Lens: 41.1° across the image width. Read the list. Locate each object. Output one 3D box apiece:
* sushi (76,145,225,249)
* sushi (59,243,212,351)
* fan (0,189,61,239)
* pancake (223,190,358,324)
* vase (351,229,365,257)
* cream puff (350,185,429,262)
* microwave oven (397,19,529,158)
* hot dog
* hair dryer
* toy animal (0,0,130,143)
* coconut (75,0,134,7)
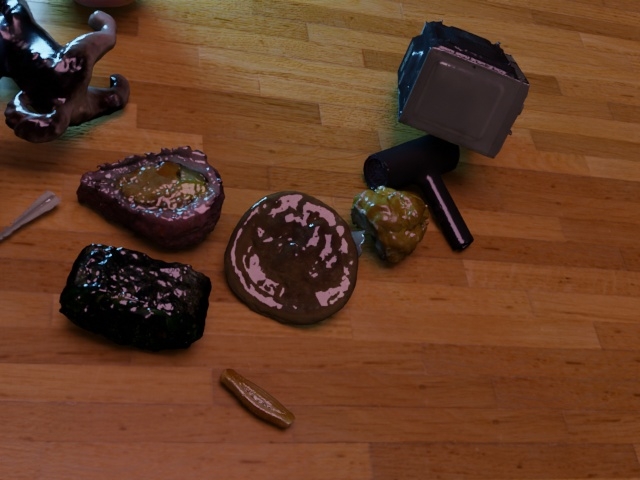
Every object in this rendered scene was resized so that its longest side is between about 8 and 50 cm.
[{"bbox_3d":[-0.283,-0.060,1.458,0.241,0.107,0.161,-13,60,-18],"label":"sushi"},{"bbox_3d":[-0.288,0.096,1.332,0.225,0.124,0.127,17,52,-15],"label":"sushi"},{"bbox_3d":[-0.574,0.042,1.338,0.233,0.012,0.415,43,56,12],"label":"fan"},{"bbox_3d":[-0.051,0.028,1.462,0.242,0.050,0.241,1,74,-4],"label":"pancake"},{"bbox_3d":[0.000,0.000,1.537,0.149,0.081,0.081,16,52,-4],"label":"vase"},{"bbox_3d":[0.136,-0.044,1.583,0.156,0.121,0.156,8,55,-12],"label":"cream puff"},{"bbox_3d":[0.284,-0.322,1.733,0.238,0.181,0.295,22,24,-4],"label":"microwave oven"},{"bbox_3d":[-0.103,0.251,1.344,0.137,0.028,0.044,36,26,5],"label":"hot dog"},{"bbox_3d":[0.223,-0.091,1.682,0.197,0.089,0.251,-19,70,-30],"label":"hair dryer"},{"bbox_3d":[-0.538,-0.311,1.497,0.344,0.194,0.302,22,45,4],"label":"toy animal"},{"bbox_3d":[-0.449,-0.587,1.711,0.233,0.245,0.233,0,94,-4],"label":"coconut"}]
